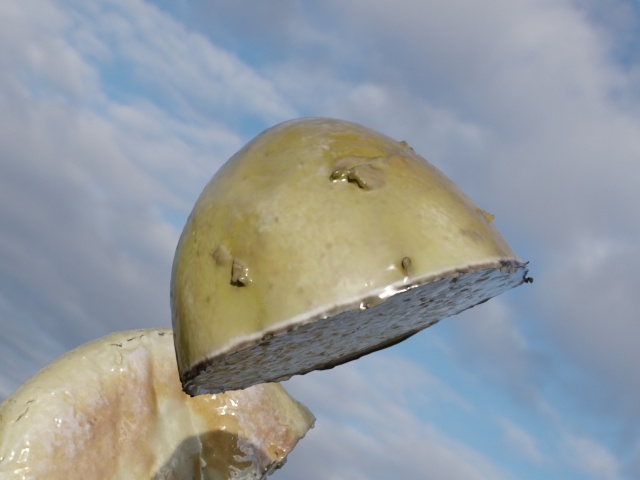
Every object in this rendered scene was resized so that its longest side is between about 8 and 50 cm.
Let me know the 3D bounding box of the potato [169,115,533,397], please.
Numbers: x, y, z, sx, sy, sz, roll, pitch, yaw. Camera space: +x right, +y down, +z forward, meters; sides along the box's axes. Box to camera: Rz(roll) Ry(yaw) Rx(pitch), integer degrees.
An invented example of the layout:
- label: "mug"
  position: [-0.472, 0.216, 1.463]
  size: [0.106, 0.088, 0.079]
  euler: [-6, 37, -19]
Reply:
- label: "potato"
  position: [0.000, 0.000, 0.592]
  size: [0.202, 0.182, 0.117]
  euler: [32, 35, -76]

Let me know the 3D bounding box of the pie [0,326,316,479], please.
- label: "pie"
  position: [-0.149, 0.225, 0.988]
  size: [0.337, 0.337, 0.075]
  euler: [39, -29, -11]
